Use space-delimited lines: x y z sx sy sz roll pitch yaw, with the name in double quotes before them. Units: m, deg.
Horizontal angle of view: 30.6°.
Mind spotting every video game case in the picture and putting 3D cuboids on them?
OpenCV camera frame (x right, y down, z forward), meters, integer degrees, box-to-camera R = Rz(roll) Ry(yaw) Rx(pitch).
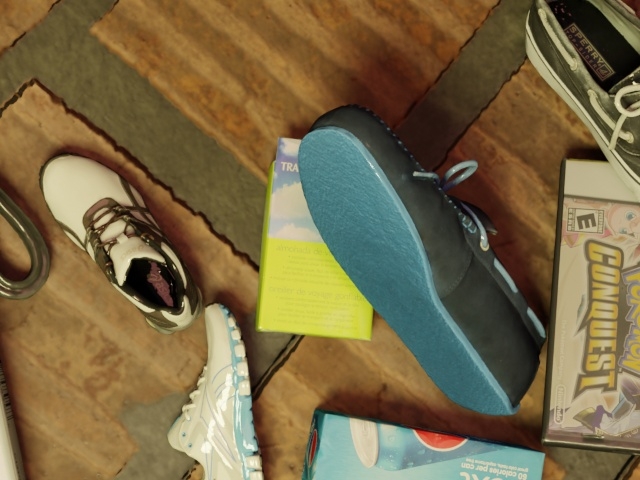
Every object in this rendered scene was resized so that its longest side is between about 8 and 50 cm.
"video game case" 0.337 0.063 1.074 0.248 0.035 0.275 5 74 10

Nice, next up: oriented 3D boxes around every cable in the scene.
"cable" -0.339 -0.076 1.053 0.287 0.072 0.139 47 63 -15

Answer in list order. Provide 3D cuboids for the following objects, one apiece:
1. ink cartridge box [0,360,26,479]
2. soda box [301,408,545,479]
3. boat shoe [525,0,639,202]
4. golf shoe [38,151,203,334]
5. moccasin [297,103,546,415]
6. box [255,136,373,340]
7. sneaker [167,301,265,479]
"ink cartridge box" -0.417 0.240 0.996 0.330 0.071 0.324 -12 88 -6
"soda box" 0.093 0.209 1.078 0.210 0.067 0.071 11 84 -9
"boat shoe" 0.303 -0.130 1.067 0.113 0.105 0.306 -32 70 -4
"golf shoe" -0.174 -0.004 1.040 0.077 0.094 0.198 -43 91 -8
"moccasin" 0.095 0.009 1.048 0.117 0.137 0.342 -50 126 -27
"box" 0.000 0.000 1.091 0.109 0.042 0.178 6 84 -10
"sneaker" -0.099 0.152 1.053 0.082 0.071 0.191 -7 87 -4
